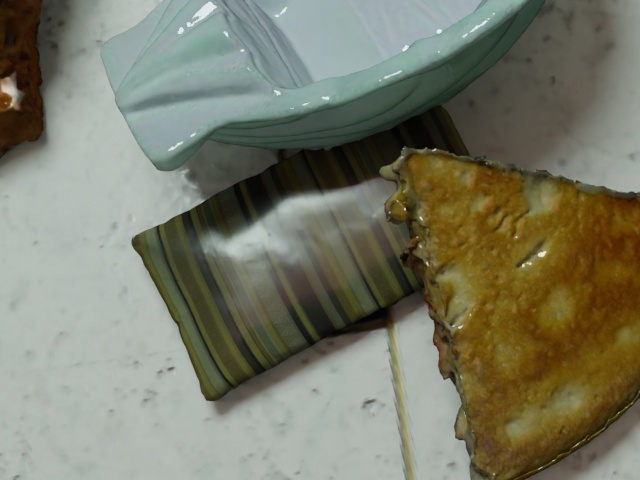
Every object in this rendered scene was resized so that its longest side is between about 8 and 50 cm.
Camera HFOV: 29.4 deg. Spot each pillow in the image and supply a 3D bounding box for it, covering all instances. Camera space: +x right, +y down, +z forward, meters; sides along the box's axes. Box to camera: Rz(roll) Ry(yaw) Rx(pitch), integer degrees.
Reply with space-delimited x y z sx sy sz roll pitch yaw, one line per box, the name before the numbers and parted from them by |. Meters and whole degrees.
pillow | 0.000 0.000 0.710 0.203 0.038 0.113 -27 77 3

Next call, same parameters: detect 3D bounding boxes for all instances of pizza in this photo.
pizza | 0.113 0.012 0.662 0.201 0.053 0.193 -39 100 -5

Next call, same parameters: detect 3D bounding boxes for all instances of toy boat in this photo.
toy boat | 0.022 -0.134 0.687 0.290 0.100 0.199 -29 50 1

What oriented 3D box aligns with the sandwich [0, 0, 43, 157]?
sandwich | -0.269 -0.129 0.754 0.292 0.109 0.212 -38 80 2
